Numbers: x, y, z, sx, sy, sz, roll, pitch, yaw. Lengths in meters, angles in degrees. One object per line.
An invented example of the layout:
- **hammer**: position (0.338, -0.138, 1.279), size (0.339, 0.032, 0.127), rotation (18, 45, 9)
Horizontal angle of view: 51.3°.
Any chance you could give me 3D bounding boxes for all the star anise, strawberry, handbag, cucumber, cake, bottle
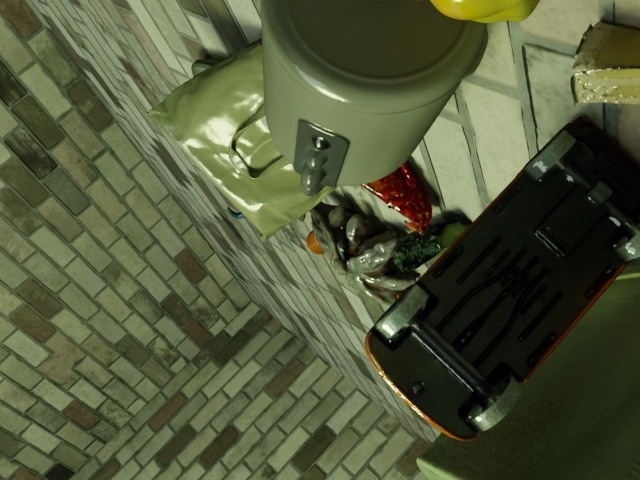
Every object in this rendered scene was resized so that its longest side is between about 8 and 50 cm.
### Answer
- **star anise**: position (0.072, 0.034, 1.382), size (0.316, 0.139, 0.359), rotation (53, 165, -3)
- **strawberry**: position (0.111, -0.096, 1.060), size (0.188, 0.082, 0.121), rotation (38, -174, -5)
- **handbag**: position (-0.105, -0.172, 1.160), size (0.316, 0.253, 0.109), rotation (50, -156, -18)
- **cucumber**: position (0.180, 0.000, 1.113), size (0.062, 0.078, 0.211), rotation (60, 166, 7)
- **cake**: position (0.273, -0.142, 0.544), size (0.121, 0.065, 0.052), rotation (10, 149, 27)
- **bottle**: position (0.000, 0.000, 1.641), size (0.069, 0.069, 0.187), rotation (46, 167, -3)

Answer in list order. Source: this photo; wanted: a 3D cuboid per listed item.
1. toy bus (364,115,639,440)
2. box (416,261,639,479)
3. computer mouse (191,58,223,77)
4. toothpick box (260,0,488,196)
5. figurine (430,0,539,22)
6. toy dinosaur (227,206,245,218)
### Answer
- **toy bus**: position (0.189, 0.040, 0.673), size (0.143, 0.329, 0.153), rotation (43, 168, 6)
- **box**: position (0.310, 0.188, 0.712), size (0.177, 0.344, 0.352), rotation (49, 166, -2)
- **computer mouse**: position (-0.159, -0.259, 1.326), size (0.330, 0.095, 0.197), rotation (30, 155, 46)
- **toothpick box**: position (0.034, -0.171, 0.735), size (0.229, 0.229, 0.316), rotation (44, 166, 6)
- **figurine**: position (0.161, -0.217, 0.493), size (0.246, 0.131, 0.156), rotation (22, 169, 35)
- **toy dinosaur**: position (-0.133, -0.115, 1.504), size (0.247, 0.075, 0.188), rotation (-9, 145, 21)
